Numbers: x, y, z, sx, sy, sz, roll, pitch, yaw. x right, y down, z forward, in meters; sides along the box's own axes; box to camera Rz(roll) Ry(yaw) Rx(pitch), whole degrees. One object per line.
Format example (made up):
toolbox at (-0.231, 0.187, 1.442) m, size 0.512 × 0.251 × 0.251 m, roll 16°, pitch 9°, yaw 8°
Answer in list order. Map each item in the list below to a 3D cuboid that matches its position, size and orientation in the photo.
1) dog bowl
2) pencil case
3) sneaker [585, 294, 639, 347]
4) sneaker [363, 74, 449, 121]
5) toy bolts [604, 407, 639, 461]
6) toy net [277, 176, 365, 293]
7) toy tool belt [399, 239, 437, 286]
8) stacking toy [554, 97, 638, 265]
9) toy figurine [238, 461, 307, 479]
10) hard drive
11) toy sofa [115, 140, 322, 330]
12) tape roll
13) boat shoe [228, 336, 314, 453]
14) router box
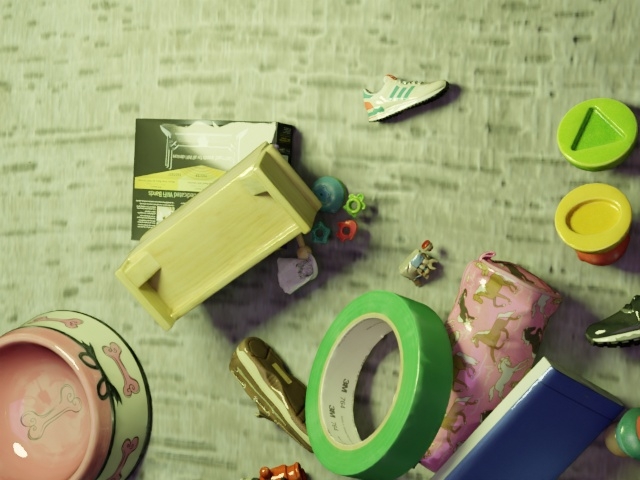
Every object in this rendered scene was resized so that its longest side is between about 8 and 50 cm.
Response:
dog bowl at (-0.556, 0.350, 2.045) m, size 0.408 × 0.150 × 0.408 m, roll 1°, pitch 92°, yaw 21°
pencil case at (0.261, 0.213, 1.721) m, size 0.160 × 0.167 × 0.386 m, roll 41°, pitch 108°, yaw 55°
sneaker at (0.565, 0.092, 1.638) m, size 0.283 × 0.107 × 0.124 m, roll -17°, pitch 75°, yaw 14°
sneaker at (0.149, -0.271, 1.807) m, size 0.161 × 0.057 × 0.075 m, roll -20°, pitch 89°, yaw 23°
toy bolts at (0.509, 0.384, 1.606) m, size 0.218 × 0.158 × 0.228 m, roll -3°, pitch 74°, yaw -20°
toy net at (0.000, 0.000, 1.880) m, size 0.122 × 0.045 × 0.232 m, roll 27°, pitch 102°, yaw 17°
toy tool belt at (0.184, 0.042, 1.809) m, size 0.051 × 0.052 × 0.083 m, roll 38°, pitch 109°, yaw -15°
stacking toy at (0.540, -0.103, 1.659) m, size 0.309 × 0.130 × 0.279 m, roll -14°, pitch 60°, yaw 18°
toy figurine at (-0.088, 0.525, 1.831) m, size 0.148 × 0.213 × 0.209 m, roll -21°, pitch 88°, yaw 8°
hard drive at (0.335, 0.351, 1.676) m, size 0.319 × 0.210 × 0.040 m, roll -51°, pitch 36°, yaw 14°
toy sofa at (-0.181, -0.011, 1.825) m, size 0.362 × 0.177 × 0.150 m, roll -35°, pitch 104°, yaw 18°
tape roll at (0.094, 0.249, 1.726) m, size 0.321 × 0.077 × 0.321 m, roll -35°, pitch 45°, yaw 45°
boat shoe at (-0.079, 0.305, 1.897) m, size 0.257 × 0.095 × 0.095 m, roll 52°, pitch 121°, yaw 19°
router box at (-0.212, -0.110, 1.939) m, size 0.309 × 0.081 × 0.243 m, roll 5°, pitch 93°, yaw 21°
